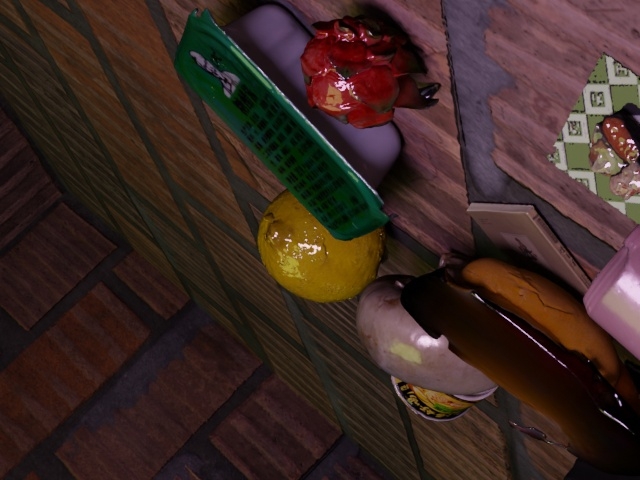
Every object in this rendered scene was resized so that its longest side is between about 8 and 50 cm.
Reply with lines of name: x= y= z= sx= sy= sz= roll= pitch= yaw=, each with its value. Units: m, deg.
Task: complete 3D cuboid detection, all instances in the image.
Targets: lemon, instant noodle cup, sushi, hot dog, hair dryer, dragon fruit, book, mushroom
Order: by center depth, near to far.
sushi: x=0.250 y=-0.072 z=0.980 sx=0.126 sy=0.026 sz=0.120 roll=40 pitch=137 yaw=22
hair dryer: x=0.352 y=0.119 z=1.144 sx=0.210 sy=0.125 sz=0.352 roll=42 pitch=168 yaw=17
dragon fruit: x=0.043 y=-0.175 z=1.225 sx=0.121 sy=0.130 sz=0.142 roll=-24 pitch=136 yaw=32
hot dog: x=0.257 y=0.124 z=1.361 sx=0.326 sy=0.107 sz=0.194 roll=46 pitch=153 yaw=0
book: x=0.261 y=0.034 z=1.369 sx=0.199 sy=0.016 sz=0.138 roll=50 pitch=165 yaw=-17
mushroom: x=0.158 y=0.105 z=1.551 sx=0.226 sy=0.178 sz=0.226 roll=9 pitch=-176 yaw=-1
lemon: x=0.000 y=0.000 z=1.672 sx=0.206 sy=0.174 sz=0.173 roll=15 pitch=-170 yaw=-43
instant noodle cup: x=0.194 y=0.184 z=1.743 sx=0.151 sy=0.151 sz=0.122 roll=47 pitch=154 yaw=-4

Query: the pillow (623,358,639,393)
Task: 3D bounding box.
pillow: x=0.407 y=0.205 z=1.362 sx=0.090 sy=0.048 sz=0.150 roll=2 pitch=131 yaw=57

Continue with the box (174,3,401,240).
box: x=-0.023 y=-0.158 z=1.465 sx=0.337 sy=0.106 sz=0.264 roll=47 pitch=165 yaw=-4

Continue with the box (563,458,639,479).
box: x=0.499 y=0.436 z=1.682 sx=0.290 sy=0.073 sz=0.289 roll=48 pitch=166 yaw=-9
